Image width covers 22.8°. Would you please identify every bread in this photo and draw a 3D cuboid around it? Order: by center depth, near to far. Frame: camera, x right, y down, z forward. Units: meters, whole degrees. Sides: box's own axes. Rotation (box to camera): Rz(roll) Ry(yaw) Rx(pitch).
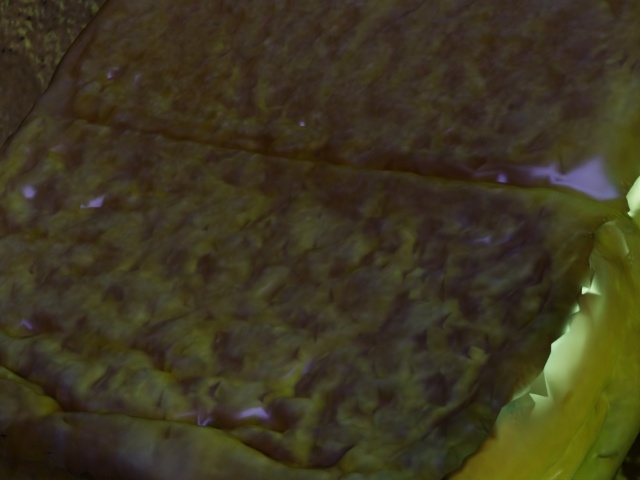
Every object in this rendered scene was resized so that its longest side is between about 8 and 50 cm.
[{"bbox_3d":[0.003,0.005,0.676,0.337,0.148,0.328,10,58,36],"label":"bread"}]
